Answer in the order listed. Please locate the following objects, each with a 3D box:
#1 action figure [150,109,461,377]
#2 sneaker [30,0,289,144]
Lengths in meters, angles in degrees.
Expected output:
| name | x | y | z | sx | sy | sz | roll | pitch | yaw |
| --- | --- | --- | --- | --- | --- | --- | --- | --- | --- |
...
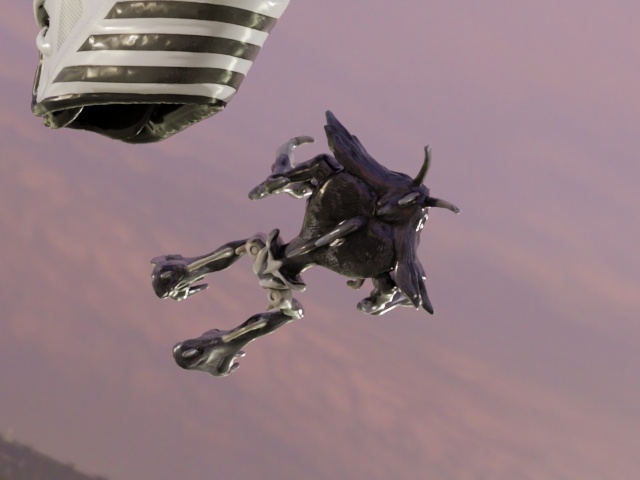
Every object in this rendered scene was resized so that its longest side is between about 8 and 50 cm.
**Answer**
| name | x | y | z | sx | sy | sz | roll | pitch | yaw |
| --- | --- | --- | --- | --- | --- | --- | --- | --- | --- |
| action figure | 0.000 | 0.000 | 0.985 | 0.276 | 0.141 | 0.164 | -27 | -86 | 31 |
| sneaker | -0.198 | -0.229 | 0.984 | 0.447 | 0.257 | 0.169 | 35 | 13 | 38 |
